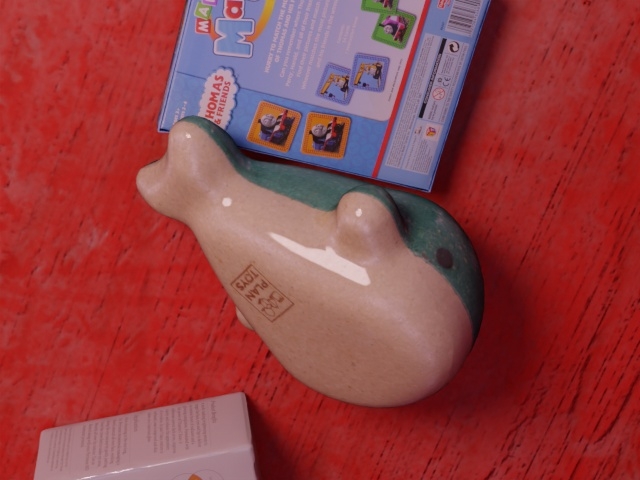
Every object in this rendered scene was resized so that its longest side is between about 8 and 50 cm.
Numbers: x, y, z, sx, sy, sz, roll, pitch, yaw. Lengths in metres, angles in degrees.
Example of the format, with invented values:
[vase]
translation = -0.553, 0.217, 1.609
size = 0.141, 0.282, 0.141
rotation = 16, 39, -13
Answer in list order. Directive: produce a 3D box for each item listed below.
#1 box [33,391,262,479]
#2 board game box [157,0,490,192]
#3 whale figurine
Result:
[box]
translation = -0.130, 0.212, 1.010
size = 0.170, 0.091, 0.130
rotation = -10, 112, -4
[board game box]
translation = 0.001, -0.135, 0.918
size = 0.211, 0.039, 0.160
rotation = 12, 110, -13
[whale figurine]
translation = 0.000, 0.000, 0.925
size = 0.272, 0.141, 0.216
rotation = 38, 145, -5
